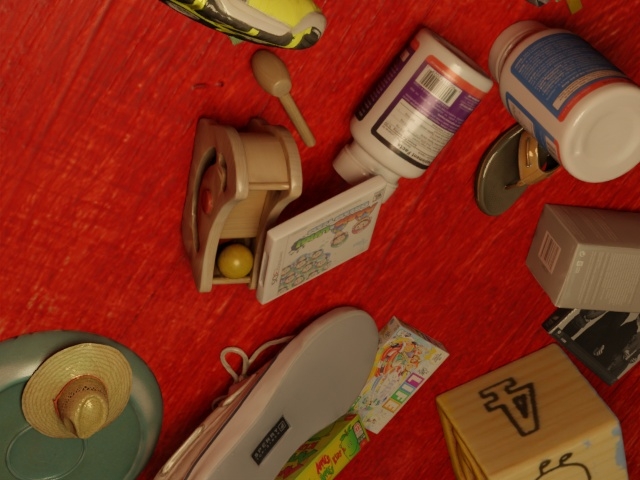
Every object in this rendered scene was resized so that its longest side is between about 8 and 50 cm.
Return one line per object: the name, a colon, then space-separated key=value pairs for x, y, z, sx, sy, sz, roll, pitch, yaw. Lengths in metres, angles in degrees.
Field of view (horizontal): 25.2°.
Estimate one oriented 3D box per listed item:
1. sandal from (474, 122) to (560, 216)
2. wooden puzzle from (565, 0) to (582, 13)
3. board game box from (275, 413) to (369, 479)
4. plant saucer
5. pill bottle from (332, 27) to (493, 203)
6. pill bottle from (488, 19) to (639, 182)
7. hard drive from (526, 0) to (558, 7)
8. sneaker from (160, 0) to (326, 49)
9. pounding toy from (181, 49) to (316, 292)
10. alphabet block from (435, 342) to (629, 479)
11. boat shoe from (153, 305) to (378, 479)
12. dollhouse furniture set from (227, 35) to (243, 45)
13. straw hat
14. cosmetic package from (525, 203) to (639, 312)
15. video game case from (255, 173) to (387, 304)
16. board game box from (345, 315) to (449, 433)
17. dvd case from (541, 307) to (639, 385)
sandal: x=0.281 y=-0.114 z=1.799 sx=0.219 sy=0.060 sz=0.090 roll=-42 pitch=129 yaw=6
wooden puzzle: x=0.329 y=-0.330 z=1.705 sx=0.116 sy=0.014 sz=0.078 roll=-40 pitch=134 yaw=6
board game box: x=-0.023 y=0.291 z=1.854 sx=0.181 sy=0.092 sz=0.043 roll=-39 pitch=112 yaw=-49
plant saucer: x=-0.343 y=0.251 z=1.776 sx=0.317 sy=0.044 sz=0.318 roll=-12 pitch=126 yaw=-17
pill bottle: x=0.102 y=-0.141 z=1.668 sx=0.108 sy=0.108 sz=0.193 roll=28 pitch=108 yaw=-36
pill bottle: x=0.283 y=-0.171 z=1.656 sx=0.124 sy=0.221 sz=0.124 roll=-12 pitch=127 yaw=-17
hard drive: x=0.333 y=-0.436 z=1.560 sx=0.339 sy=0.064 sz=0.237 roll=-36 pitch=133 yaw=-15
sneaker: x=-0.143 y=-0.313 z=1.374 sx=0.384 sy=0.145 sz=0.147 roll=31 pitch=86 yaw=-23
pounding toy: x=-0.056 y=-0.064 z=1.618 sx=0.154 sy=0.154 sz=0.270 roll=-2 pitch=123 yaw=-23
alphabet block: x=0.298 y=0.296 z=2.005 sx=0.197 sy=0.193 sz=0.192 roll=-24 pitch=127 yaw=-8
boat shoe: x=-0.083 y=0.213 z=1.816 sx=0.367 sy=0.156 sz=0.136 roll=-50 pitch=129 yaw=-25
dollhouse furniture set: x=-0.090 y=-0.268 z=1.523 sx=0.076 sy=0.058 sz=0.152 roll=-36 pitch=129 yaw=2
straw hat: x=-0.282 y=0.198 z=1.700 sx=0.144 sy=0.061 sz=0.144 roll=-13 pitch=126 yaw=-18
cosmetic package: x=0.409 y=0.027 z=1.891 sx=0.238 sy=0.127 sz=0.107 roll=8 pitch=114 yaw=-17
video game case: x=0.000 y=0.000 z=1.641 sx=0.157 sy=0.019 sz=0.143 roll=-28 pitch=155 yaw=-24
board game box: x=0.088 y=0.184 z=1.937 sx=0.103 sy=0.026 sz=0.154 roll=31 pitch=106 yaw=-37
dvd case: x=0.451 y=0.085 z=2.035 sx=0.238 sy=0.029 sz=0.179 roll=-45 pitch=129 yaw=8
